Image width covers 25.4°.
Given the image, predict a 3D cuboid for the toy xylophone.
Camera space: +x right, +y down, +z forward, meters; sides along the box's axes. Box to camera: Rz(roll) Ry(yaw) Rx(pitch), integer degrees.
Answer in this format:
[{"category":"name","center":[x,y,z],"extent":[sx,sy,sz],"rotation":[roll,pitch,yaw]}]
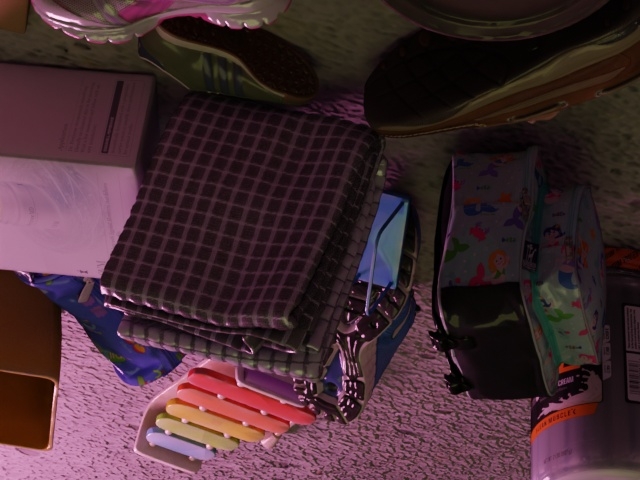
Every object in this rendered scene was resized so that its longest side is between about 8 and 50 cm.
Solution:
[{"category":"toy xylophone","center":[-0.121,0.251,2.080],"extent":[0.236,0.081,0.322],"rotation":[19,143,-20]}]

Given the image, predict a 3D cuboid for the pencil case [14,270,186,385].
[{"category":"pencil case","center":[-0.272,0.073,1.803],"extent":[0.119,0.133,0.306],"rotation":[-41,140,-6]}]

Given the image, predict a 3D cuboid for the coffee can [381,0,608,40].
[{"category":"coffee can","center":[0.132,-0.317,1.057],"extent":[0.202,0.275,0.201],"rotation":[4,145,3]}]

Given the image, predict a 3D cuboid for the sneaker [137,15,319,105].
[{"category":"sneaker","center":[-0.102,-0.184,1.474],"extent":[0.192,0.064,0.086],"rotation":[23,149,-24]}]

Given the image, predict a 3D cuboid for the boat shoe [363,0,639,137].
[{"category":"boat shoe","center":[0.199,-0.163,1.410],"extent":[0.324,0.122,0.120],"rotation":[-16,143,29]}]

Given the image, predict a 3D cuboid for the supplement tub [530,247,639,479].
[{"category":"supplement tub","center":[0.349,0.178,1.705],"extent":[0.194,0.316,0.193],"rotation":[4,144,3]}]

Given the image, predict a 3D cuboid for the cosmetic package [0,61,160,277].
[{"category":"cosmetic package","center":[-0.299,-0.074,1.589],"extent":[0.225,0.138,0.224],"rotation":[6,145,2]}]

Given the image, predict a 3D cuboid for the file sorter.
[{"category":"file sorter","center":[0.000,0.000,1.610],"extent":[0.170,0.104,0.118],"rotation":[16,119,16]}]

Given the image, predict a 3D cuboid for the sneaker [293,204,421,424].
[{"category":"sneaker","center":[0.055,0.070,1.774],"extent":[0.130,0.147,0.330],"rotation":[26,129,11]}]

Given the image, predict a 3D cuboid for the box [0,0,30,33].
[{"category":"box","center":[-0.361,-0.272,1.373],"extent":[0.165,0.021,0.201],"rotation":[13,159,-10]}]

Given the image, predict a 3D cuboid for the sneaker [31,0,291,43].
[{"category":"sneaker","center":[-0.156,-0.263,1.341],"extent":[0.252,0.103,0.111],"rotation":[-6,140,5]}]

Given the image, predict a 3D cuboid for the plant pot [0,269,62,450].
[{"category":"plant pot","center":[-0.436,0.134,1.861],"extent":[0.212,0.187,0.212],"rotation":[10,144,-7]}]

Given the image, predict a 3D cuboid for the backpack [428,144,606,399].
[{"category":"backpack","center":[0.215,0.022,1.558],"extent":[0.191,0.253,0.225],"rotation":[-9,142,13]}]

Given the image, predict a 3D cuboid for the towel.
[{"category":"towel","center":[-0.077,-0.014,1.477],"extent":[0.235,0.283,0.121],"rotation":[13,151,15]}]
